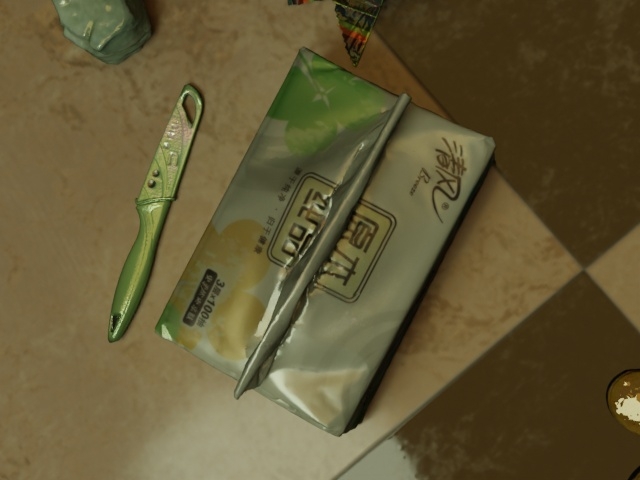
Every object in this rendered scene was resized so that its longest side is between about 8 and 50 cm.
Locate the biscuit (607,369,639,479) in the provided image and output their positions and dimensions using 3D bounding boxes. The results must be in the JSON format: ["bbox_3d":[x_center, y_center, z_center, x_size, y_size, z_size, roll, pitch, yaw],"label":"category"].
[{"bbox_3d":[0.281,0.117,0.832,0.158,0.035,0.240,19,89,13],"label":"biscuit"}]

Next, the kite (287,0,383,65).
[{"bbox_3d":[0.018,-0.193,0.912,0.090,0.004,0.122,-20,83,7],"label":"kite"}]

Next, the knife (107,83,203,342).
[{"bbox_3d":[-0.130,-0.021,0.921,0.030,0.014,0.207,19,88,10],"label":"knife"}]

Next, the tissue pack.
[{"bbox_3d":[0.000,0.000,0.830,0.159,0.145,0.229,28,91,11],"label":"tissue pack"}]

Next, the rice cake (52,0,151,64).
[{"bbox_3d":[-0.191,-0.231,0.920,0.063,0.069,0.206,-26,80,9],"label":"rice cake"}]
